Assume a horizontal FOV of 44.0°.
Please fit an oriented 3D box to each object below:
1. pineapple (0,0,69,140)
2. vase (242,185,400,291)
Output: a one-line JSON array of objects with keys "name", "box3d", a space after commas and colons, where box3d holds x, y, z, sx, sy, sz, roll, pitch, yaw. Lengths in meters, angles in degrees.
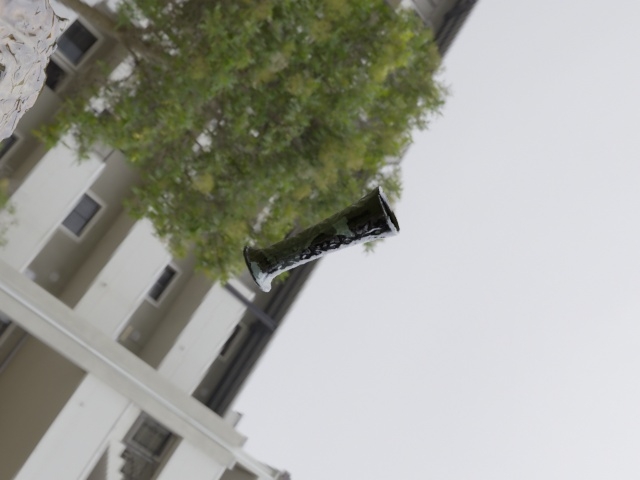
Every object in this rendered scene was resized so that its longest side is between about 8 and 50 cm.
[{"name": "pineapple", "box3d": [-0.340, -0.178, 0.484, 0.175, 0.361, 0.175, -63, 176, -8]}, {"name": "vase", "box3d": [0.000, 0.000, 0.863, 0.167, 0.059, 0.059, -24, -145, 13]}]
